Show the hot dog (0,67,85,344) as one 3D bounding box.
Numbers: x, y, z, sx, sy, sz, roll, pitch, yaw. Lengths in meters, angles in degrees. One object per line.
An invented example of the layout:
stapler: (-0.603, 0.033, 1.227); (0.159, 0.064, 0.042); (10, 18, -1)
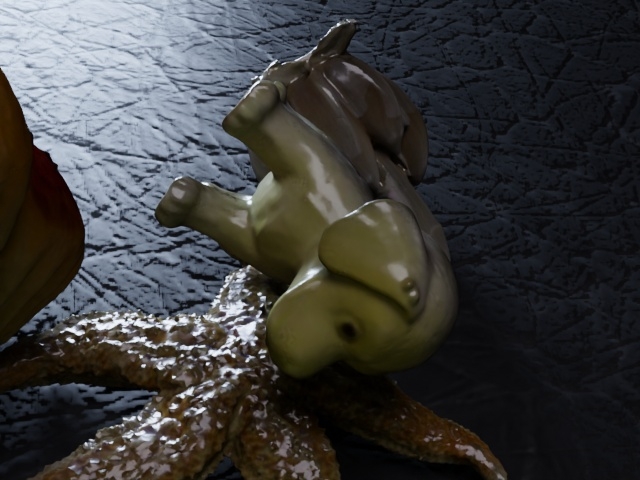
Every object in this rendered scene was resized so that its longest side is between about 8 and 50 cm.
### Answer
hot dog: (-0.295, -0.087, 0.606); (0.365, 0.367, 0.196); (35, 74, 21)

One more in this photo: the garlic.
garlic: (0.035, -0.060, 0.835); (0.194, 0.127, 0.131); (46, 66, 1)

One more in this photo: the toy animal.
toy animal: (-0.010, -0.006, 0.673); (0.169, 0.121, 0.233); (36, 7, -15)

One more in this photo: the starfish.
starfish: (-0.045, 0.100, 0.654); (0.302, 0.060, 0.299); (25, 39, 16)
